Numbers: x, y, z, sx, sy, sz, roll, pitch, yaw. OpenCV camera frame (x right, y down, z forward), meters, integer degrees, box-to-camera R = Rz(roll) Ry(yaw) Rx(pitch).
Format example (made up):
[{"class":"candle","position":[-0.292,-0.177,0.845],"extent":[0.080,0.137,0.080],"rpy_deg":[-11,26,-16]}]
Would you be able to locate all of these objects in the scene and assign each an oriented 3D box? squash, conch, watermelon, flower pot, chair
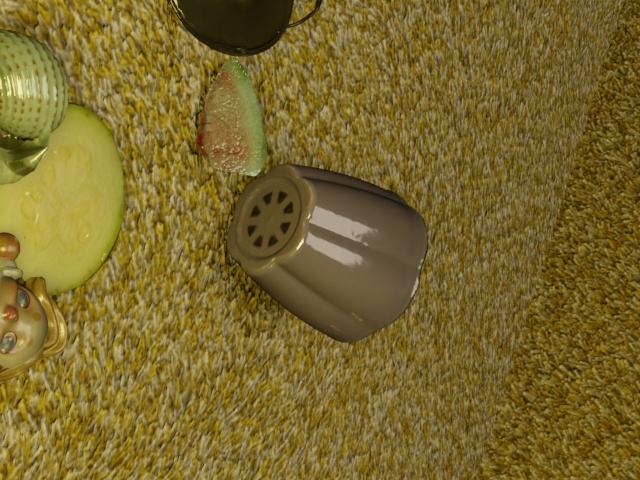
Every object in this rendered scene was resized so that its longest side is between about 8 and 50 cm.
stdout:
[{"class":"squash","position":[-0.350,-0.051,1.624],"extent":[0.252,0.049,0.252],"rpy_deg":[-22,117,-53]},{"class":"conch","position":[-0.389,-0.163,1.461],"extent":[0.200,0.131,0.172],"rpy_deg":[11,114,-20]},{"class":"watermelon","position":[-0.138,-0.180,1.911],"extent":[0.094,0.081,0.180],"rpy_deg":[21,62,-41]},{"class":"flower pot","position":[0.000,0.000,2.006],"extent":[0.243,0.265,0.265],"rpy_deg":[30,71,-45]},{"class":"chair","position":[-0.032,-0.448,1.876],"extent":[0.401,0.226,0.226],"rpy_deg":[-44,131,-45]}]

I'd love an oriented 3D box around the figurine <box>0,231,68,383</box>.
[{"class":"figurine","position":[-0.427,0.085,1.465],"extent":[0.274,0.133,0.194],"rpy_deg":[5,78,-48]}]
